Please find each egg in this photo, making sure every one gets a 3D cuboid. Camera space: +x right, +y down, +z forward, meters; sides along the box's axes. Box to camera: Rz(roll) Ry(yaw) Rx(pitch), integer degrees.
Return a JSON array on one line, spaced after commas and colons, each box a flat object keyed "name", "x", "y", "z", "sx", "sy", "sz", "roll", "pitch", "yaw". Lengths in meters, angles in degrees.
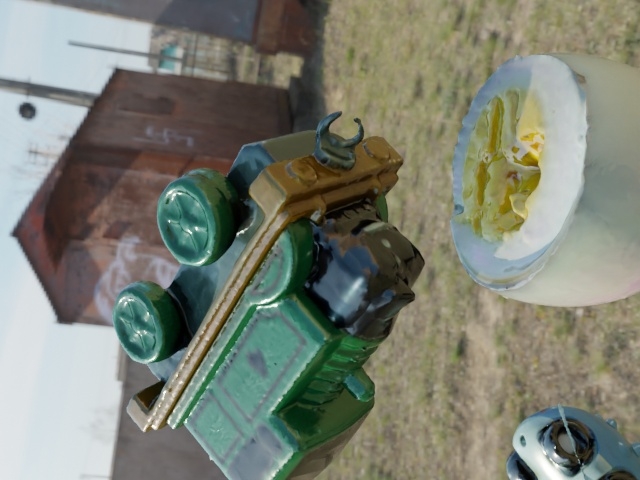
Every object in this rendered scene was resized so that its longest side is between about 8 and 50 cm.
[{"name": "egg", "x": 0.409, "y": -0.072, "z": 1.248, "sx": 0.354, "sy": 0.339, "sz": 0.355, "roll": -171, "pitch": 90, "yaw": -69}]

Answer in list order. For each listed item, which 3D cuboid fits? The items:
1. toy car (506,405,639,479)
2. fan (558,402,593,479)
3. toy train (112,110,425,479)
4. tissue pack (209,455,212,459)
[{"name": "toy car", "x": 0.465, "y": 0.391, "z": 1.514, "sx": 0.190, "sy": 0.255, "sz": 0.188, "roll": -37, "pitch": -15, "yaw": -34}, {"name": "fan", "x": 0.371, "y": 0.361, "z": 1.168, "sx": 0.182, "sy": 0.010, "sz": 0.310, "roll": -43, "pitch": 44, "yaw": 40}, {"name": "toy train", "x": -0.041, "y": 0.074, "z": 0.815, "sx": 0.249, "sy": 0.178, "sz": 0.429, "roll": 48, "pitch": 129, "yaw": 19}, {"name": "tissue pack", "x": -0.074, "y": 0.267, "z": 1.352, "sx": 0.092, "sy": 0.148, "sz": 0.196, "roll": 94, "pitch": -165, "yaw": -61}]
